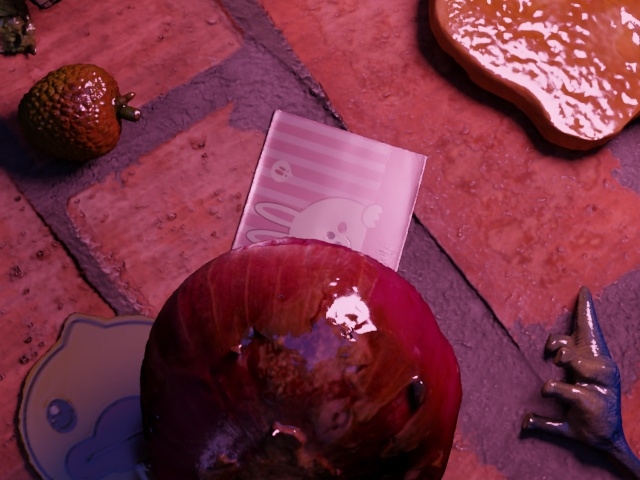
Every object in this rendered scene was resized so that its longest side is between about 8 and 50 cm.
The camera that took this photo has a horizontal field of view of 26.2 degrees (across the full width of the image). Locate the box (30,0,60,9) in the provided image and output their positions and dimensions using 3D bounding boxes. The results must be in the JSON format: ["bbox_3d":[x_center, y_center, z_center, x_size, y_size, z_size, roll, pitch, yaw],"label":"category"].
[{"bbox_3d":[-0.320,-0.449,1.650,0.198,0.084,0.310,-30,61,6],"label":"box"}]

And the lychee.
[{"bbox_3d":[-0.280,-0.149,1.601,0.146,0.114,0.114,-9,71,10],"label":"lychee"}]

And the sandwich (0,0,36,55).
[{"bbox_3d":[-0.488,-0.327,1.636,0.212,0.109,0.292,-24,76,-16],"label":"sandwich"}]

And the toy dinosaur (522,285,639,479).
[{"bbox_3d":[0.343,0.180,1.605,0.188,0.075,0.248,23,63,-9],"label":"toy dinosaur"}]

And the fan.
[{"bbox_3d":[-0.204,0.224,1.528,0.229,0.011,0.335,-26,74,-16],"label":"fan"}]

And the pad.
[{"bbox_3d":[0.000,0.000,1.640,0.202,0.005,0.300,17,69,-1],"label":"pad"}]

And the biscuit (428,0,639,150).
[{"bbox_3d":[0.329,-0.319,1.771,0.365,0.062,0.385,42,70,5],"label":"biscuit"}]

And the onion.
[{"bbox_3d":[-0.017,0.130,1.458,0.347,0.348,0.385,13,33,-3],"label":"onion"}]
